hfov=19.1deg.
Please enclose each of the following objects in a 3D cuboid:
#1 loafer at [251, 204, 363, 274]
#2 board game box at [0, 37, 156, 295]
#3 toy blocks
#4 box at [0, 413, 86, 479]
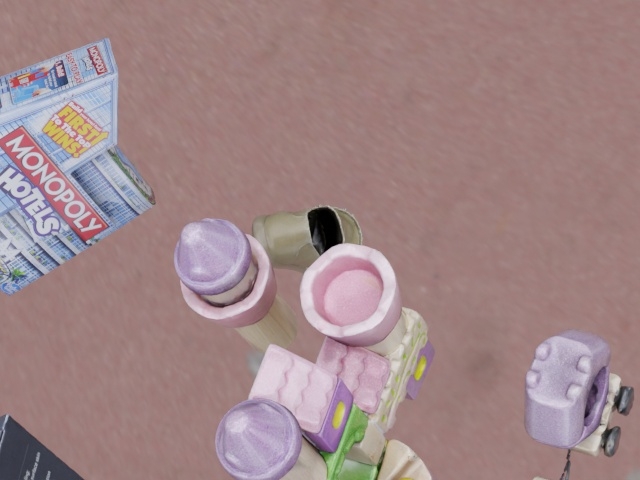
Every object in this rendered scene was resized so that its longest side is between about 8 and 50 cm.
[{"bbox_3d":[0.000,0.000,1.496,0.050,0.148,0.056,-9,89,28],"label":"loafer"},{"bbox_3d":[-0.217,-0.061,1.490,0.194,0.060,0.194,-31,129,8],"label":"board game box"},{"bbox_3d":[0.005,0.138,1.226,0.309,0.260,0.288,14,72,21],"label":"toy blocks"},{"bbox_3d":[-0.249,0.255,1.538,0.093,0.156,0.158,-25,125,27],"label":"box"}]
